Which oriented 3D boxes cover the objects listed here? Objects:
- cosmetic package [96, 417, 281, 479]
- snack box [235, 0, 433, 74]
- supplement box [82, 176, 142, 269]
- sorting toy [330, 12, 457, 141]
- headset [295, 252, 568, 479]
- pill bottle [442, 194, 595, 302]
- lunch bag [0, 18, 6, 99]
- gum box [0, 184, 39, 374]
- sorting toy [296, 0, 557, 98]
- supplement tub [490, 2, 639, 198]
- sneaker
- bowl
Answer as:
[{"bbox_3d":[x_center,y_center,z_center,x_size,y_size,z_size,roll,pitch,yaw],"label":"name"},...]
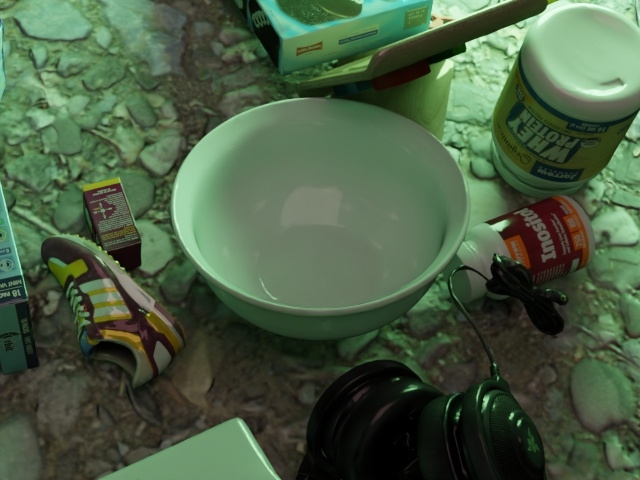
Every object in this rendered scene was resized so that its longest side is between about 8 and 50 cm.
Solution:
[{"bbox_3d":[-0.213,0.353,1.109,0.453,0.161,0.230,-22,43,-15],"label":"cosmetic package"},{"bbox_3d":[-0.024,-0.337,1.592,0.187,0.060,0.322,-18,53,-17],"label":"snack box"},{"bbox_3d":[-0.219,-0.015,1.425,0.043,0.055,0.083,-15,64,-16],"label":"supplement box"},{"bbox_3d":[0.078,-0.162,1.554,0.132,0.046,0.274,12,61,-2],"label":"sorting toy"},{"bbox_3d":[0.121,0.198,1.284,0.243,0.185,0.394,7,67,42],"label":"headset"},{"bbox_3d":[0.210,0.013,1.457,0.152,0.086,0.086,-21,66,-18],"label":"pill bottle"},{"bbox_3d":[-0.391,-0.159,1.435,0.096,0.129,0.151,37,61,10],"label":"lunch bag"},{"bbox_3d":[-0.319,0.016,1.334,0.041,0.157,0.184,-13,65,-15],"label":"gum box"},{"bbox_3d":[0.146,-0.212,1.448,0.307,0.229,0.041,-23,96,-19],"label":"sorting toy"},{"bbox_3d":[0.269,-0.147,1.487,0.144,0.199,0.144,4,61,-6],"label":"supplement tub"},{"bbox_3d":[-0.225,0.069,1.370,0.185,0.069,0.084,37,58,13],"label":"sneaker"},{"bbox_3d":[0.000,0.000,1.387,0.298,0.134,0.298,0,47,0],"label":"bowl"}]
